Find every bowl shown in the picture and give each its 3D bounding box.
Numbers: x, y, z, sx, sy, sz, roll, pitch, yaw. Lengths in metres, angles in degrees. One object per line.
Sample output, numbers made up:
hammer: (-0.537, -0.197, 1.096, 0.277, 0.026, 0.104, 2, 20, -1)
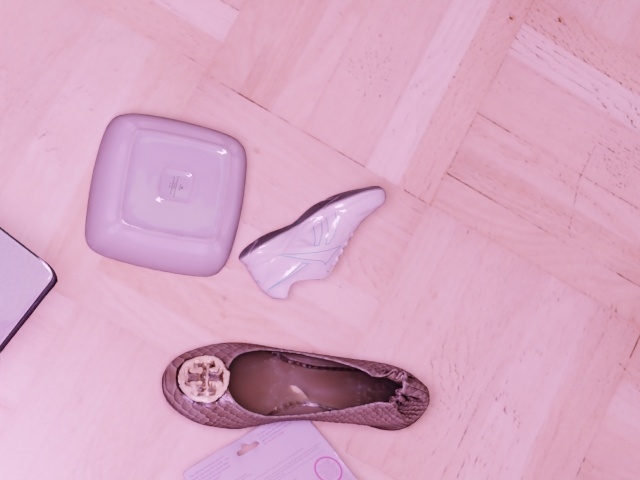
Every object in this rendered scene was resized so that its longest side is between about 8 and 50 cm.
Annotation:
bowl: (-0.136, -0.046, 1.473, 0.142, 0.053, 0.142, 12, 76, -13)

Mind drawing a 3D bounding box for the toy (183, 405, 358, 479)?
toy: (-0.006, 0.277, 1.441, 0.137, 0.056, 0.237, -28, 67, -35)

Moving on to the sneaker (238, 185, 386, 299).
sneaker: (0.000, 0.000, 1.506, 0.152, 0.053, 0.061, -31, 99, -11)

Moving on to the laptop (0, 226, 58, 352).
laptop: (-0.456, 0.038, 1.184, 0.408, 0.236, 0.382, 39, 74, -8)

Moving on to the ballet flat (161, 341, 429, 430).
ballet flat: (-0.018, 0.133, 1.465, 0.249, 0.058, 0.084, 8, 67, -14)
